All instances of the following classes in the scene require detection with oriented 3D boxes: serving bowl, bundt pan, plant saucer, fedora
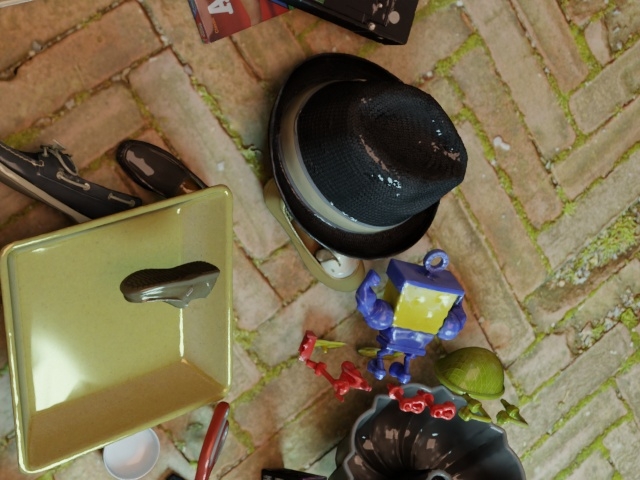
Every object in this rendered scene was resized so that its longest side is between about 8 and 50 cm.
[{"bbox_3d":[-0.270,0.294,1.655,0.083,0.027,0.083,-5,101,-27],"label":"serving bowl"},{"bbox_3d":[0.152,0.391,1.792,0.330,0.124,0.331,15,57,-24],"label":"bundt pan"},{"bbox_3d":[-0.271,0.101,1.537,0.332,0.081,0.333,-19,123,-36],"label":"plant saucer"},{"bbox_3d":[0.091,-0.128,1.665,0.334,0.152,0.334,6,81,-38],"label":"fedora"}]

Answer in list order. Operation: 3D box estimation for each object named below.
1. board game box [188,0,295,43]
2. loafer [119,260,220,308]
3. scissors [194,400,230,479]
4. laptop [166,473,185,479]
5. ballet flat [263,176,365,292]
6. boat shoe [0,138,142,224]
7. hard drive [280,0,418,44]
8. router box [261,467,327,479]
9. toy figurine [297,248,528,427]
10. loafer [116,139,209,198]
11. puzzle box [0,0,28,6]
[{"bbox_3d":[-0.141,-0.425,1.598,0.145,0.027,0.281,-27,111,-21],"label":"board game box"},{"bbox_3d":[-0.189,0.063,1.494,0.148,0.056,0.050,-10,114,-41],"label":"loafer"},{"bbox_3d":[-0.182,0.370,1.643,0.021,0.109,0.297,18,68,5],"label":"scissors"},{"bbox_3d":[-0.190,0.517,1.676,0.234,0.136,0.264,45,77,-28],"label":"laptop"},{"bbox_3d":[0.000,0.000,1.724,0.080,0.073,0.232,-49,118,-12],"label":"ballet flat"},{"bbox_3d":[-0.338,-0.080,1.511,0.254,0.095,0.079,33,83,-31],"label":"boat shoe"},{"bbox_3d":[0.005,-0.435,1.630,0.339,0.064,0.237,16,89,-33],"label":"hard drive"},{"bbox_3d":[-0.040,0.431,1.725,0.046,0.133,0.179,3,85,-29],"label":"router box"},{"bbox_3d":[0.171,0.124,1.733,0.362,0.191,0.217,12,106,-23],"label":"toy figurine"},{"bbox_3d":[-0.200,-0.083,1.606,0.170,0.061,0.062,32,84,-29],"label":"loafer"},{"bbox_3d":[-0.426,-0.415,1.429,0.408,0.052,0.272,-20,108,-25],"label":"puzzle box"}]
